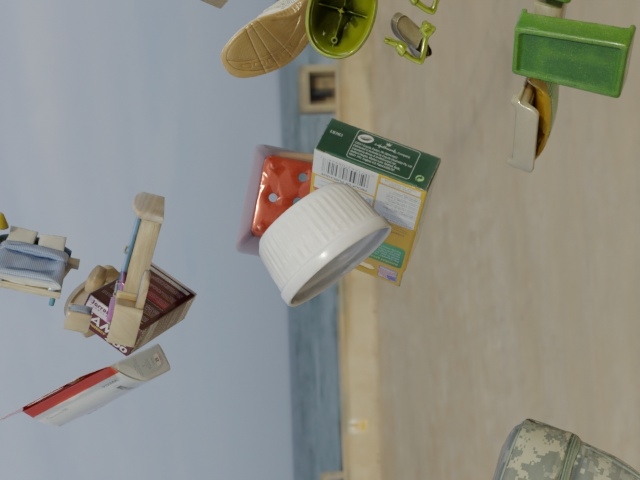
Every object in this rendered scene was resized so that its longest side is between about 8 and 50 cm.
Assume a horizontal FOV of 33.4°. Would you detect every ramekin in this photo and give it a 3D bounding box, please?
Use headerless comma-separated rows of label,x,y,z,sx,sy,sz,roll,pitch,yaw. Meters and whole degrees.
ramekin,0.000,0.000,1.683,0.109,0.207,0.207,52,171,10

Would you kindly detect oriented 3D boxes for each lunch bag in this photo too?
lunch bag,0.398,0.433,1.705,0.305,0.256,0.212,77,-149,-69

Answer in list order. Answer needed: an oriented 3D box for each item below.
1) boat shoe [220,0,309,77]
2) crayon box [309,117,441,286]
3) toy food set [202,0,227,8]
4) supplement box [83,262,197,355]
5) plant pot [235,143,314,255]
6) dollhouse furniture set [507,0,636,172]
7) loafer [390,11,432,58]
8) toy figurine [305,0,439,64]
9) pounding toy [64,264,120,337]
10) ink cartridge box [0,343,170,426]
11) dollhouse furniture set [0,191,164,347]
boat shoe,-0.064,-0.390,1.959,0.098,0.277,0.096,60,173,-21
crayon box,0.084,-0.062,1.909,0.323,0.203,0.083,98,-164,-58
toy food set,-0.166,-0.540,1.924,0.092,0.220,0.306,45,-169,3
supplement box,-0.364,0.133,2.144,0.073,0.130,0.239,-60,-11,23
plant pot,-0.048,-0.080,2.439,0.236,0.267,0.267,147,134,-89
dollhouse furniture set,0.371,-0.248,1.543,0.301,0.151,0.197,81,-152,-52
loafer,0.223,-0.490,2.555,0.050,0.148,0.056,17,71,50
toy figurine,0.079,-0.437,1.472,0.217,0.191,0.362,-117,36,-70
pounding toy,-0.450,0.161,2.344,0.155,0.154,0.269,37,179,32
ink cartridge box,-0.369,0.244,1.673,0.066,0.189,0.232,61,-158,0
dollhouse furniture set,-0.443,0.012,1.852,0.286,0.303,0.198,-113,37,-70
